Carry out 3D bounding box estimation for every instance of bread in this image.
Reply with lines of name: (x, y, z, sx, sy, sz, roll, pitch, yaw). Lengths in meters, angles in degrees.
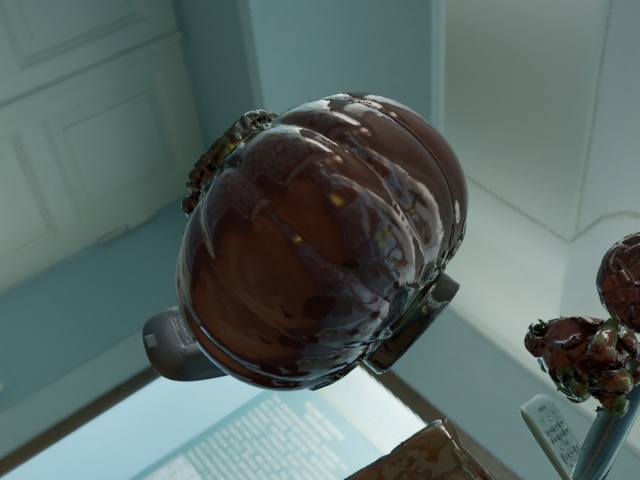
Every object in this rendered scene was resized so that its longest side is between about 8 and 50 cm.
bread: (0.230, 0.588, 1.722, 0.333, 0.324, 0.143, 50, -12, 36)

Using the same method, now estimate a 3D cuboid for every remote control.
remote control: (0.514, 0.461, 1.692, 0.051, 0.103, 0.293, -44, -109, 39)

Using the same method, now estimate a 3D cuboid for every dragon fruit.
dragon fruit: (0.324, 0.147, 1.002, 0.138, 0.175, 0.142, 8, -62, 5)

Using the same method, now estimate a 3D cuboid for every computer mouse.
computer mouse: (-0.121, 0.122, 1.102, 0.057, 0.232, 0.120, 97, -28, -46)

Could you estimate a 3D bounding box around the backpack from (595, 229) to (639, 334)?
backpack: (0.606, 0.078, 1.462, 0.229, 0.229, 0.139, 52, -7, 14)

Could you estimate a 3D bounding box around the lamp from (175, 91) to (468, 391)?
lamp: (0.000, 0.000, 0.776, 0.257, 0.303, 0.303, 43, -28, 6)

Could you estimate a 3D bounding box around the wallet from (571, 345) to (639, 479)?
wallet: (0.495, 0.290, 1.372, 0.054, 0.251, 0.290, 26, 0, 20)
